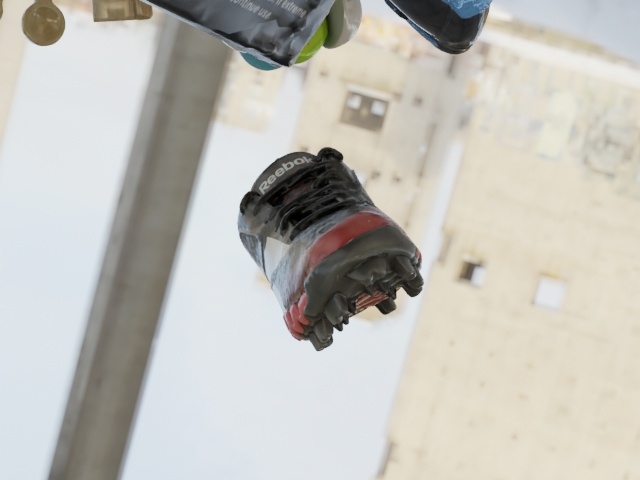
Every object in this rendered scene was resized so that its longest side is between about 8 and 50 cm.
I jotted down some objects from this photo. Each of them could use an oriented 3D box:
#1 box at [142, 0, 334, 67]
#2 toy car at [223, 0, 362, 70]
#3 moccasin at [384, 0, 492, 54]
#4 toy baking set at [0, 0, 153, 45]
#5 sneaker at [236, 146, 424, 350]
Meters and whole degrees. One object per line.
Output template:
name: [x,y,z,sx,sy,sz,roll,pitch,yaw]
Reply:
box: [-0.088,-0.438,0.919,0.480,0.472,0.297,42,-171,19]
toy car: [-0.057,-0.259,1.732,0.159,0.182,0.136,-8,165,-31]
moccasin: [0.030,-0.295,1.518,0.138,0.117,0.342,-24,-120,-13]
toy baking set: [-0.223,-0.274,1.320,0.197,0.256,0.030,-33,-163,-20]
sneaker: [0.000,0.000,1.127,0.097,0.135,0.276,-28,177,-5]
